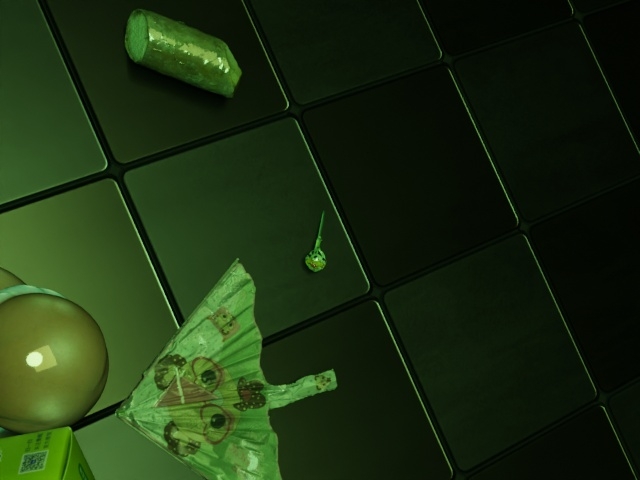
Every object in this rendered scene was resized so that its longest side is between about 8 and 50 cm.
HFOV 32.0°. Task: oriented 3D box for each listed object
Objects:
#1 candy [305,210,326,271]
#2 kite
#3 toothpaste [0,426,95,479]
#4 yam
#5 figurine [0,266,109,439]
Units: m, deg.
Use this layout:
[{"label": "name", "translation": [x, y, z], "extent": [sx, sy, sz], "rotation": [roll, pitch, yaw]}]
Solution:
[{"label": "candy", "translation": [0.000, 0.000, 1.364], "extent": [0.023, 0.025, 0.083], "rotation": [56, 40, -51]}, {"label": "kite", "translation": [-0.102, 0.177, 1.271], "extent": [0.267, 0.013, 0.323], "rotation": [-3, 78, -25]}, {"label": "toothpaste", "translation": [-0.351, 0.249, 0.968], "extent": [0.327, 0.110, 0.077], "rotation": [-11, 36, 5]}, {"label": "yam", "translation": [-0.160, -0.223, 1.323], "extent": [0.146, 0.070, 0.070], "rotation": [18, 69, -17]}, {"label": "figurine", "translation": [-0.410, 0.098, 1.027], "extent": [0.388, 0.277, 0.248], "rotation": [15, 37, -24]}]
